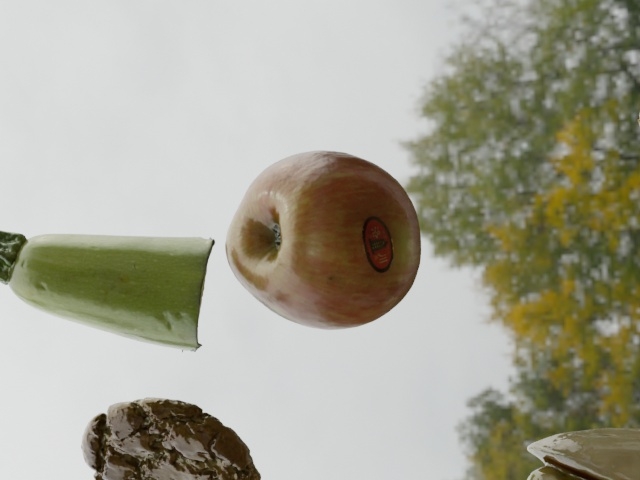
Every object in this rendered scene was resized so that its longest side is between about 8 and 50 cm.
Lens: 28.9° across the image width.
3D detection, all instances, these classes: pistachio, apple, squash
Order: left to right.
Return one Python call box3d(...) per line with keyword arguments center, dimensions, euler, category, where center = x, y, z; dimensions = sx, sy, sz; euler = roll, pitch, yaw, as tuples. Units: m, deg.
box3d(center=(-0.259, 0.048, 1.399), dimensions=(0.137, 0.287, 0.137), euler=(6, -90, -82), category="squash")
box3d(center=(0.000, 0.000, 0.984), dimensions=(0.131, 0.146, 0.146), euler=(-4, -89, -42), category="apple")
box3d(center=(0.274, 0.227, 1.046), dimensions=(0.144, 0.215, 0.144), euler=(-168, 90, -83), category="pistachio")

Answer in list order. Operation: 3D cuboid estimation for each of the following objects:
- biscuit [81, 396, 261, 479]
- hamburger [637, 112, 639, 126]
box3d(center=(-0.180, 0.272, 1.483), dimensions=(0.042, 0.226, 0.226), euler=(-69, -36, -50), category="biscuit")
box3d(center=(0.251, -0.124, 0.651), dimensions=(0.214, 0.108, 0.214), euler=(-50, -20, -26), category="hamburger")
